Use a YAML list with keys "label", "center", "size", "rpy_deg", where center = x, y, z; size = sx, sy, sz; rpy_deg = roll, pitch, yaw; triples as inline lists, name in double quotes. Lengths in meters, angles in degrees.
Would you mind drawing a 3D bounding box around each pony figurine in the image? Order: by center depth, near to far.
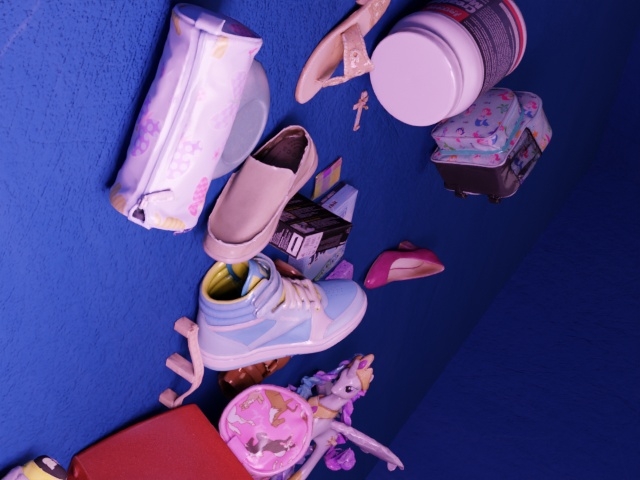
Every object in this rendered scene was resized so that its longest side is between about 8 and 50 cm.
- label: "pony figurine"
  center: [0.012, 0.433, 2.299]
  size: [0.363, 0.303, 0.351]
  rpy_deg: [-40, 148, -8]

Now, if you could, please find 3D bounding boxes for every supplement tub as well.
- label: "supplement tub"
  center: [0.228, -0.331, 1.767]
  size: [0.272, 0.191, 0.191]
  rpy_deg: [-40, 153, -44]

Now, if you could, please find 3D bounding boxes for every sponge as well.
- label: "sponge"
  center: [-0.005, 0.144, 2.129]
  size: [0.210, 0.031, 0.117]
  rpy_deg: [-44, 155, -35]

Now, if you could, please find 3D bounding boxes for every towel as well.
- label: "towel"
  center: [0.012, -0.113, 1.832]
  size: [0.083, 0.009, 0.060]
  rpy_deg: [-42, 155, -37]

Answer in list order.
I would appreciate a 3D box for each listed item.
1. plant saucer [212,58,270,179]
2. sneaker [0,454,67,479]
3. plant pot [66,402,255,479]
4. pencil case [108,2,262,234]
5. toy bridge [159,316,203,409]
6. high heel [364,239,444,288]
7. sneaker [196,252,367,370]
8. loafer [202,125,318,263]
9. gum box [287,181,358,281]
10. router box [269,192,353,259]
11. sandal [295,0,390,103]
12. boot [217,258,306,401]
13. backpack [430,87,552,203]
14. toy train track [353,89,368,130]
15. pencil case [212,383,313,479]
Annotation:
- label: "plant saucer"
  center: [-0.121, -0.160, 1.409]
  size: [0.195, 0.037, 0.195]
  rpy_deg: [-49, 158, -28]
- label: "sneaker"
  center: [-0.408, 0.463, 1.459]
  size: [0.147, 0.145, 0.385]
  rpy_deg: [-43, 156, -37]
- label: "plant pot"
  center: [-0.277, 0.449, 1.590]
  size: [0.235, 0.267, 0.267]
  rpy_deg: [3, 119, -42]
- label: "pencil case"
  center: [-0.166, -0.146, 1.208]
  size: [0.273, 0.113, 0.124]
  rpy_deg: [-66, 164, 18]
- label: "toy bridge"
  center: [-0.224, 0.211, 1.653]
  size: [0.026, 0.063, 0.188]
  rpy_deg: [-35, 149, -49]
- label: "high heel"
  center: [0.200, 0.077, 2.389]
  size: [0.244, 0.117, 0.082]
  rpy_deg: [-28, 144, -56]
- label: "sneaker"
  center: [-0.059, 0.090, 1.657]
  size: [0.319, 0.127, 0.208]
  rpy_deg: [-18, 138, -22]
- label: "loafer"
  center: [-0.093, -0.080, 1.512]
  size: [0.268, 0.102, 0.092]
  rpy_deg: [-58, 161, -33]
- label: "gum box"
  center: [0.000, 0.000, 1.917]
  size: [0.157, 0.041, 0.184]
  rpy_deg: [-42, 155, -41]
- label: "router box"
  center: [-0.043, -0.030, 1.637]
  size: [0.179, 0.133, 0.046]
  rpy_deg: [-15, 132, -62]
- label: "sandal"
  center: [0.059, -0.301, 1.572]
  size: [0.240, 0.079, 0.088]
  rpy_deg: [-54, 159, -14]
- label: "boot"
  center: [-0.110, 0.173, 1.845]
  size: [0.220, 0.109, 0.283]
  rpy_deg: [-45, 163, -24]
- label: "backpack"
  center: [0.384, -0.234, 2.228]
  size: [0.253, 0.225, 0.191]
  rpy_deg: [-47, 126, -29]
- label: "toy train track"
  center: [0.074, -0.232, 1.805]
  size: [0.048, 0.014, 0.083]
  rpy_deg: [-40, 153, -42]
- label: "pencil case"
  center: [-0.123, 0.364, 1.817]
  size: [0.386, 0.160, 0.167]
  rpy_deg: [124, -15, -68]
